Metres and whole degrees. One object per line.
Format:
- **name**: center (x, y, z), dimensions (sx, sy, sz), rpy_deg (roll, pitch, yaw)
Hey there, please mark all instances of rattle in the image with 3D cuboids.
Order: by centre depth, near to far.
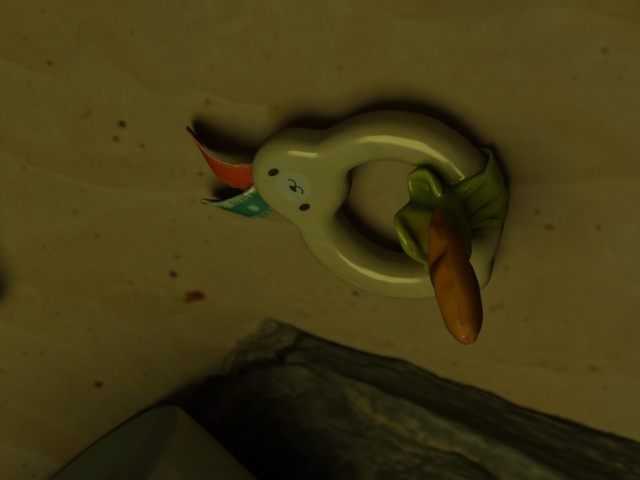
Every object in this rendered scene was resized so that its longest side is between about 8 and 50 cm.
- **rattle**: center (0.000, 0.000, 0.966), dimensions (0.200, 0.142, 0.130), rpy_deg (14, 145, 5)

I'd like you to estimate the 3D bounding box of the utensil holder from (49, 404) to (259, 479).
- **utensil holder**: center (-0.072, 0.349, 1.108), dimensions (0.385, 0.327, 0.328), rpy_deg (46, 126, -11)
